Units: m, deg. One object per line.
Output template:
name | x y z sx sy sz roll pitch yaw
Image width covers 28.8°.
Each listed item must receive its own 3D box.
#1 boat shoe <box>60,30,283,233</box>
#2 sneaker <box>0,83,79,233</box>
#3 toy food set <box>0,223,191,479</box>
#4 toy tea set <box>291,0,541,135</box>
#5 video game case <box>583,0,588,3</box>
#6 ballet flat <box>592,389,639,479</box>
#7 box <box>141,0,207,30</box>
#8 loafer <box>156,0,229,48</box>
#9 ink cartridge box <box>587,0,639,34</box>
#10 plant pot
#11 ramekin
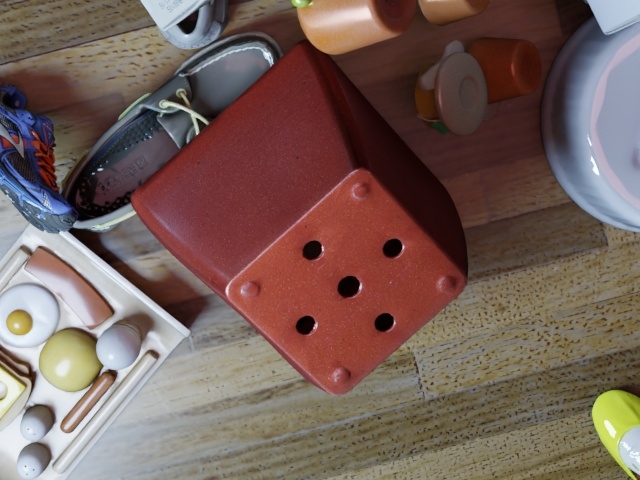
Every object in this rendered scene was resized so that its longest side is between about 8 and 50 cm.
boat shoe | -0.162 -0.116 1.368 0.305 0.091 0.109 -39 99 4
sneaker | -0.318 -0.096 1.332 0.087 0.083 0.221 -38 62 -7
toy food set | -0.323 0.147 1.405 0.219 0.092 0.306 39 95 -8
toy tea set | 0.096 -0.221 1.297 0.336 0.124 0.200 47 58 -38
video game case | 0.338 -0.392 1.375 0.201 0.023 0.183 -31 99 3
ballet flat | 0.404 0.274 1.458 0.077 0.077 0.231 -35 98 4
box | -0.063 -0.358 1.249 0.311 0.121 0.148 -38 100 -26
loafer | -0.172 -0.361 1.317 0.112 0.111 0.320 -20 99 3
ink cartridge box | 0.379 -0.376 1.257 0.307 0.129 0.223 -29 93 -23
plant pot | 0.000 0.000 1.283 0.267 0.236 0.267 -42 118 5
ramekin | 0.391 -0.135 1.362 0.277 0.135 0.277 0 99 -2
